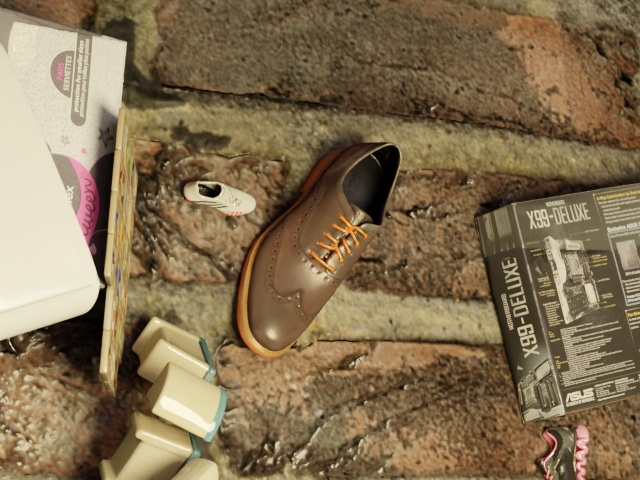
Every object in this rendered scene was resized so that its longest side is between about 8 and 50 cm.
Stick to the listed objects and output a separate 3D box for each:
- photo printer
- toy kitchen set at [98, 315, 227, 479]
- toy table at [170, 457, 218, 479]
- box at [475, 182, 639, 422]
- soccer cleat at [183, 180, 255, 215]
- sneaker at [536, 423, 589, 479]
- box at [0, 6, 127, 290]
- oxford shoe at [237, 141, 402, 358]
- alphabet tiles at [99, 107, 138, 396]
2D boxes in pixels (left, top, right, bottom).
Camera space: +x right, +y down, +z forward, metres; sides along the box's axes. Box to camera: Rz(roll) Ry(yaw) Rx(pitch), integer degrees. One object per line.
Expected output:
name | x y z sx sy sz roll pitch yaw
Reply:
photo printer | -0.362 -0.019 1.381 0.307 0.107 0.256 -17 79 -34
toy kitchen set | -0.157 0.208 1.653 0.122 0.166 0.207 31 101 -21
toy table | -0.150 0.321 1.482 0.252 0.274 0.161 -58 146 -56
box | 0.343 0.062 1.982 0.307 0.076 0.242 -10 83 -33
soccer cleat | -0.101 -0.045 1.764 0.083 0.035 0.029 14 71 -27
sneaker | 0.267 0.262 1.911 0.057 0.047 0.119 8 71 -9
box | -0.284 -0.073 1.597 0.163 0.142 0.247 12 72 -28
oxford shoe | 0.000 0.000 1.776 0.097 0.098 0.271 37 62 -18
alphabet tiles | -0.189 0.020 1.609 0.009 0.198 0.237 3 74 -2
